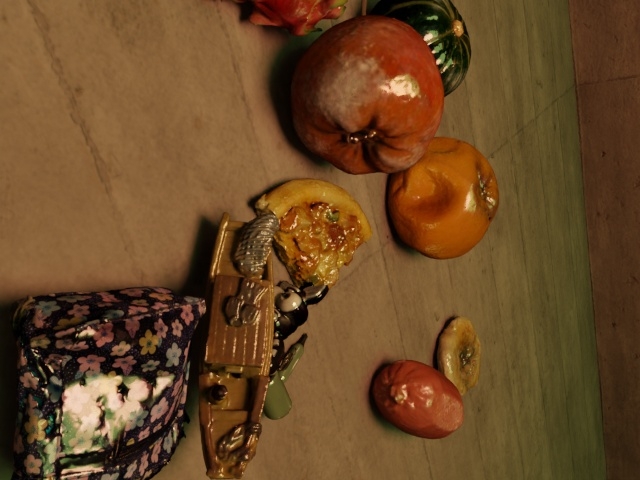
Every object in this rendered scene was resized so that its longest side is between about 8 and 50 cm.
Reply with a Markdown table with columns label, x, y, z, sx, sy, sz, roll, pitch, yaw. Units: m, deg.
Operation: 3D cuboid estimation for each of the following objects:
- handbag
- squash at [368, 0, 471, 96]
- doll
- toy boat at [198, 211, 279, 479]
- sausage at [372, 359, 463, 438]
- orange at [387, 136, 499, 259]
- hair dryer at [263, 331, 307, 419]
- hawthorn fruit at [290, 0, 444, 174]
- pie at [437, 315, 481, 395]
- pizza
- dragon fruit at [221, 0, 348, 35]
| label | x | y | z | sx | sy | sz | roll | pitch | yaw |
| --- | --- | --- | --- | --- | --- | --- | --- | --- | --- |
| handbag | -0.214 | 0.154 | 0.567 | 0.228 | 0.126 | 0.208 | -1 | 103 | -66 |
| squash | 0.175 | -0.352 | 0.991 | 0.218 | 0.172 | 0.219 | -6 | 97 | -54 |
| doll | -0.073 | 0.126 | 0.772 | 0.219 | 0.090 | 0.067 | -53 | 132 | -37 |
| toy boat | -0.100 | 0.113 | 0.659 | 0.088 | 0.121 | 0.322 | 6 | 68 | -11 |
| sausage | 0.201 | 0.318 | 1.088 | 0.254 | 0.148 | 0.148 | 32 | 67 | -44 |
| orange | 0.263 | -0.084 | 1.105 | 0.248 | 0.183 | 0.249 | -3 | 94 | -49 |
| hair dryer | -0.054 | 0.197 | 0.848 | 0.150 | 0.047 | 0.071 | -56 | 134 | -48 |
| hawthorn fruit | 0.081 | -0.220 | 0.839 | 0.263 | 0.231 | 0.235 | -40 | 148 | -42 |
| pie | 0.333 | 0.274 | 1.315 | 0.218 | 0.052 | 0.185 | -11 | 95 | -53 |
| pizza | 0.000 | 0.000 | 0.882 | 0.292 | 0.058 | 0.197 | 18 | 78 | -50 |
| dragon fruit | -0.055 | -0.352 | 0.736 | 0.235 | 0.137 | 0.135 | -10 | 74 | -43 |
